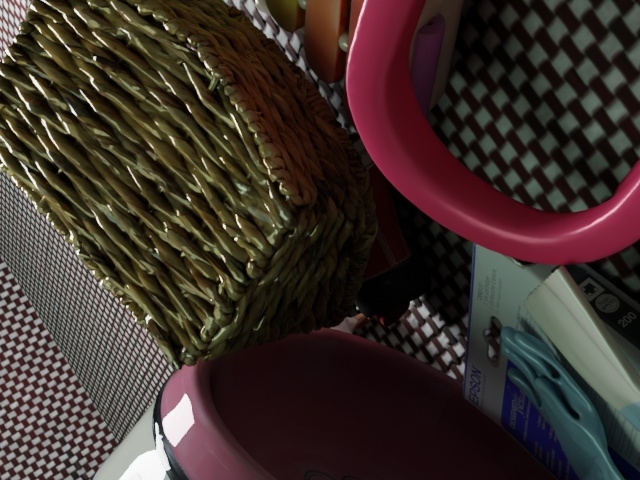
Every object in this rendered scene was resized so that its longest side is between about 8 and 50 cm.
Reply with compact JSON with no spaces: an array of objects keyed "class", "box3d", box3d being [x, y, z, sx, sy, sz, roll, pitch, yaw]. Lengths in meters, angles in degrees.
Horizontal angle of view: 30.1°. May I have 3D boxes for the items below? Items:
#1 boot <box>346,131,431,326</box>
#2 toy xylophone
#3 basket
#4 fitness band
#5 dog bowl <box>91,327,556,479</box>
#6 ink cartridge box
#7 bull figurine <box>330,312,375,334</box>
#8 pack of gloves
[{"class":"boot","box3d":[0.000,0.000,1.094,0.244,0.088,0.176,1,120,60]},{"class":"toy xylophone","box3d":[-0.004,-0.197,0.866,0.322,0.081,0.236,44,153,33]},{"class":"basket","box3d":[-0.084,-0.080,0.955,0.299,0.223,0.213,45,117,22]},{"class":"fitness band","box3d":[0.122,-0.100,0.659,0.209,0.054,0.291,32,145,8]},{"class":"dog bowl","box3d":[0.030,0.212,0.938,0.408,0.408,0.150,40,113,39]},{"class":"ink cartridge box","box3d":[0.192,0.109,0.875,0.208,0.045,0.206,41,151,33]},{"class":"bull figurine","box3d":[-0.046,0.077,1.255,0.310,0.101,0.188,41,153,37]},{"class":"pack of gloves","box3d":[0.210,0.131,0.787,0.232,0.046,0.195,57,166,12]}]
